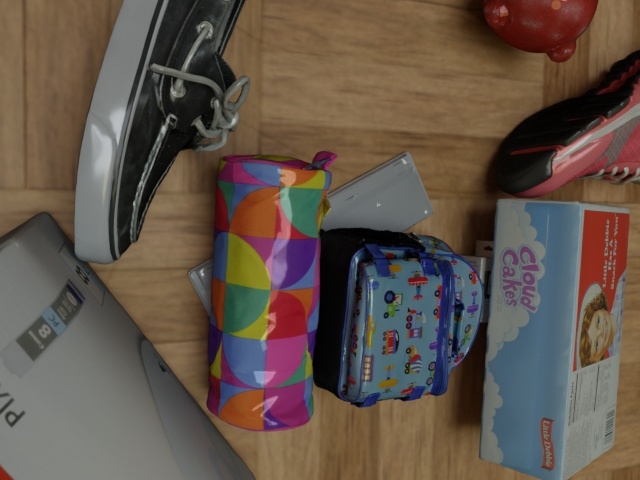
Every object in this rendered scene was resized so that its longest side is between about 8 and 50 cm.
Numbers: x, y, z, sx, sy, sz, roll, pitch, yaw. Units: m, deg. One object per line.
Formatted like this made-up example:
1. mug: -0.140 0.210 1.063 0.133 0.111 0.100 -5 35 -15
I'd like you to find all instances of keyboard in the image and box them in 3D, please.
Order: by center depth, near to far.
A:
1. keyboard: 0.000 0.000 0.635 0.256 0.014 0.072 -30 110 -19

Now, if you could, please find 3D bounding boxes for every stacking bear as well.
1. stacking bear: 0.248 -0.326 0.648 0.175 0.164 0.289 21 90 -23

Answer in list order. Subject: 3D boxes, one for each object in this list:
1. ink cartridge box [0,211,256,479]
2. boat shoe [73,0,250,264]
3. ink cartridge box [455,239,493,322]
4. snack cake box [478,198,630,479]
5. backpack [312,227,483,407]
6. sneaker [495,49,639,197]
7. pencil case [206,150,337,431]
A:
1. ink cartridge box: -0.122 0.150 0.385 0.091 0.385 0.308 -35 107 -9
2. boat shoe: -0.111 -0.123 0.522 0.104 0.113 0.307 16 78 -10
3. ink cartridge box: 0.163 0.041 0.687 0.028 0.048 0.083 5 90 -24
4. snack cake box: 0.244 0.092 0.677 0.152 0.089 0.265 0 94 -47
5. backpack: 0.082 0.070 0.616 0.173 0.117 0.158 3 98 -29
6. sneaker: 0.332 -0.106 0.716 0.313 0.116 0.136 -32 107 -19
7. pencil case: -0.041 0.038 0.560 0.104 0.104 0.237 3 98 -24
